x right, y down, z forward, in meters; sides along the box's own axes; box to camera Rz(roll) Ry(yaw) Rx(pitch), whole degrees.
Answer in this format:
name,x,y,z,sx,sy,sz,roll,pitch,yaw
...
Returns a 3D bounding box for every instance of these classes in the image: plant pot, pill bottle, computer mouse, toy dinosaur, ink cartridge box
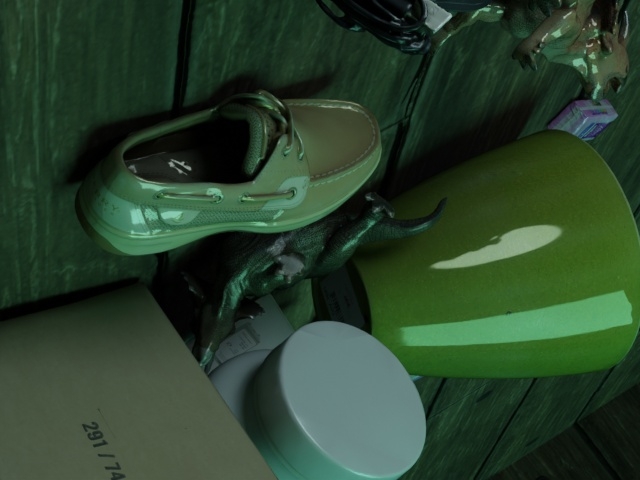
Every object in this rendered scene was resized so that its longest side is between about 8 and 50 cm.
name,x,y,z,sx,sy,sz,roll,pitch,yaw
plant pot,0.150,0.041,2.085,0.293,0.275,0.275,-13,154,-25
pill bottle,-0.078,0.256,1.985,0.229,0.229,0.407,-17,160,-46
computer mouse,0.056,-0.214,1.391,0.272,0.188,0.072,-21,140,-61
toy dinosaur,-0.023,0.002,1.897,0.313,0.121,0.160,-32,175,-28
toy dinosaur,0.209,-0.242,1.651,0.200,0.127,0.296,-33,152,-33
ink cartridge box,-0.088,0.129,2.135,0.198,0.067,0.115,-30,162,-12

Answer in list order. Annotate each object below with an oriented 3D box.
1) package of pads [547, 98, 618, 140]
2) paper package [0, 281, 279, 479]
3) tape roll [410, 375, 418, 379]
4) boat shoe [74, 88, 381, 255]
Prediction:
name,x,y,z,sx,sy,sz,roll,pitch,yaw
package of pads,0.302,-0.137,2.229,0.050,0.032,0.083,-43,162,30
paper package,-0.211,0.228,1.730,0.309,0.325,0.168,-16,155,-50
tape roll,0.127,0.109,2.357,0.275,0.090,0.275,-28,173,-4
boat shoe,-0.059,-0.070,1.609,0.302,0.109,0.098,-16,155,-36
